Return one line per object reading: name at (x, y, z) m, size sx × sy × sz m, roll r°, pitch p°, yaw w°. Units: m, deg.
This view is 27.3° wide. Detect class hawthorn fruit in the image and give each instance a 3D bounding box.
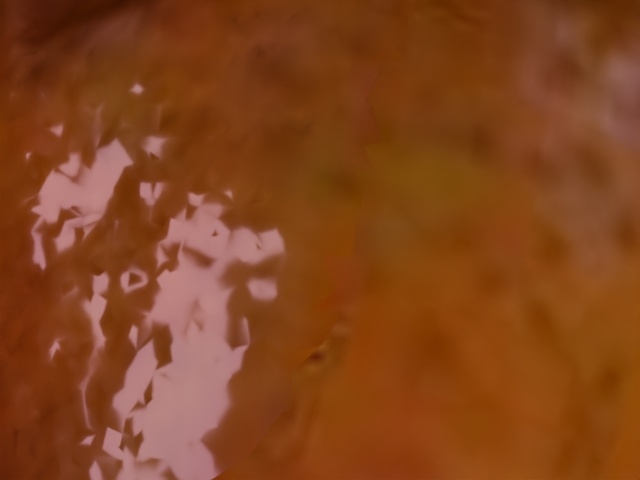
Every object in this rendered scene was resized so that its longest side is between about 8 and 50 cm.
hawthorn fruit at (0.000, 0.000, 0.565) m, size 0.471 × 0.472 × 0.472 m, roll -12°, pitch 71°, yaw 40°
